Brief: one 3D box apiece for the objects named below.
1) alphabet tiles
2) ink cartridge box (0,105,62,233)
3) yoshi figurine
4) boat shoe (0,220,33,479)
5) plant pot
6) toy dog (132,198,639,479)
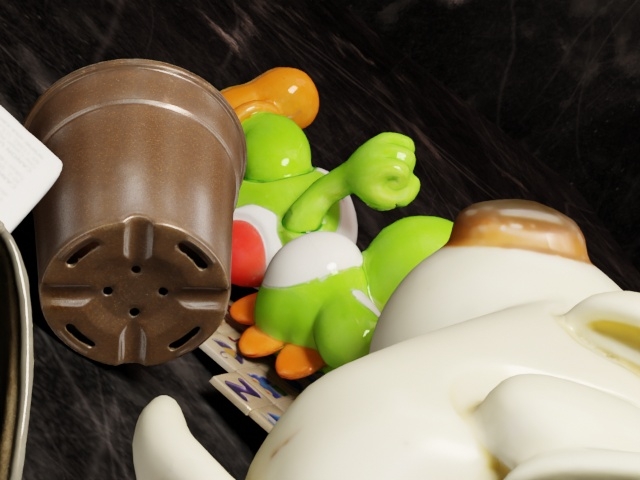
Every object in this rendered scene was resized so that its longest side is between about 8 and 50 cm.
[{"bbox_3d":[-0.013,0.122,1.261,0.237,0.009,0.198,39,15,17],"label":"alphabet tiles"},{"bbox_3d":[-0.337,-0.038,0.836,0.308,0.091,0.385,44,32,-9],"label":"ink cartridge box"},{"bbox_3d":[0.026,0.002,1.344,0.203,0.203,0.362,33,16,-34],"label":"yoshi figurine"},{"bbox_3d":[-0.179,0.110,0.697,0.109,0.091,0.305,35,33,-33],"label":"boat shoe"},{"bbox_3d":[-0.129,-0.013,1.128,0.167,0.167,0.165,37,25,-29],"label":"plant pot"},{"bbox_3d":[0.108,0.147,1.010,0.395,0.285,0.408,9,23,9],"label":"toy dog"}]
